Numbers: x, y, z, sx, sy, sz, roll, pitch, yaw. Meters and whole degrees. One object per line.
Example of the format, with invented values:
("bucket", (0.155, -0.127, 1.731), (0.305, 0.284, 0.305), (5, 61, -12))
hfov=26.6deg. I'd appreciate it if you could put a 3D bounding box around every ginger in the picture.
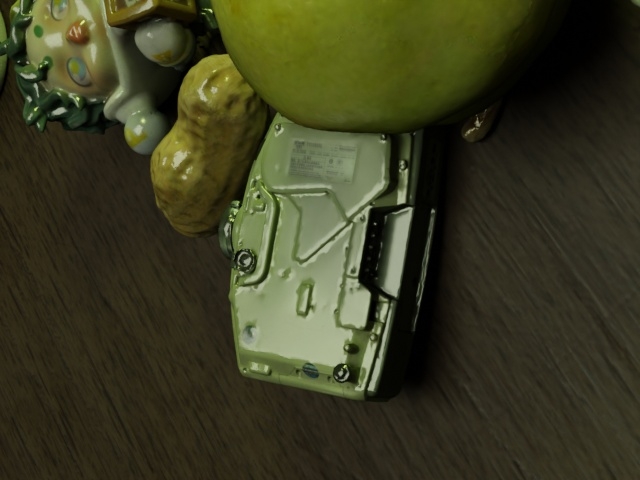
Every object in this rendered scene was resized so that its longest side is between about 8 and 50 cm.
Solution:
("ginger", (0.141, -0.133, 1.180), (0.048, 0.030, 0.097), (43, 115, 32))

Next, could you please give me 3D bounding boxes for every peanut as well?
("peanut", (-0.106, -0.087, 1.297), (0.095, 0.108, 0.226), (49, 141, 23))

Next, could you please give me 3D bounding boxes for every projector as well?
("projector", (0.000, 0.000, 1.232), (0.193, 0.088, 0.270), (8, 86, 31))

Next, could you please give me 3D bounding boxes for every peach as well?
("peach", (0.064, -0.241, 1.083), (0.314, 0.281, 0.316), (4, 93, 29))

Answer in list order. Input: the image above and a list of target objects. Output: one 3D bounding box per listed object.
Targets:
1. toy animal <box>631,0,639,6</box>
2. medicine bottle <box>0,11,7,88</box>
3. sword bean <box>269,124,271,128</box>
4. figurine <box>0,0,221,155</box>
("toy animal", (0.298, -0.260, 0.988), (0.131, 0.103, 0.221), (38, 115, 35))
("medicine bottle", (-0.563, -0.238, 1.616), (0.208, 0.339, 0.208), (0, 90, 42))
("sword bean", (-0.039, -0.062, 1.343), (0.043, 0.038, 0.269), (-36, 64, 9))
("figurine", (-0.177, -0.221, 1.367), (0.382, 0.186, 0.261), (-14, 77, 40))
